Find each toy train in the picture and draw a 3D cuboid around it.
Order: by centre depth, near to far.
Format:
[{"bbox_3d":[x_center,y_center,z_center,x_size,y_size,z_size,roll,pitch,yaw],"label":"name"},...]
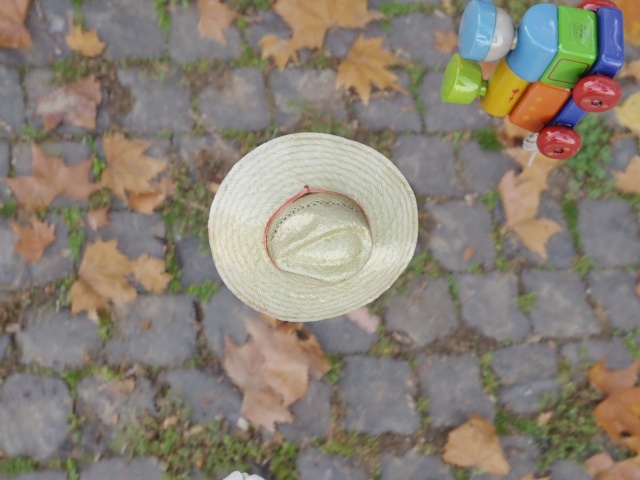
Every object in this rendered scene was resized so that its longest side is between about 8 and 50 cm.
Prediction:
[{"bbox_3d":[0.178,-0.137,1.110,0.143,0.248,0.105,11,64,-8],"label":"toy train"}]

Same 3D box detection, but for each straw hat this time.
[{"bbox_3d":[0.000,0.000,0.766,0.144,0.061,0.144,-3,108,-8],"label":"straw hat"}]

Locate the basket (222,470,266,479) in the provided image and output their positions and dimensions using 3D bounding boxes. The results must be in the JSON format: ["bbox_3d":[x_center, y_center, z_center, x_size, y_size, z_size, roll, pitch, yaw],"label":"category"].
[{"bbox_3d":[-0.061,0.389,0.737,0.266,0.331,0.328,-28,52,-21],"label":"basket"}]
